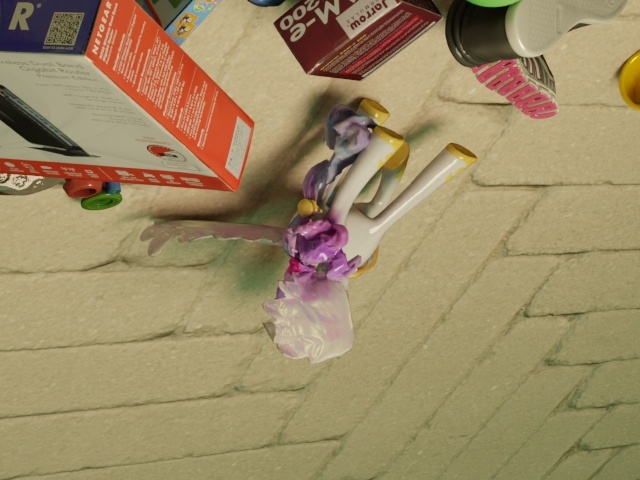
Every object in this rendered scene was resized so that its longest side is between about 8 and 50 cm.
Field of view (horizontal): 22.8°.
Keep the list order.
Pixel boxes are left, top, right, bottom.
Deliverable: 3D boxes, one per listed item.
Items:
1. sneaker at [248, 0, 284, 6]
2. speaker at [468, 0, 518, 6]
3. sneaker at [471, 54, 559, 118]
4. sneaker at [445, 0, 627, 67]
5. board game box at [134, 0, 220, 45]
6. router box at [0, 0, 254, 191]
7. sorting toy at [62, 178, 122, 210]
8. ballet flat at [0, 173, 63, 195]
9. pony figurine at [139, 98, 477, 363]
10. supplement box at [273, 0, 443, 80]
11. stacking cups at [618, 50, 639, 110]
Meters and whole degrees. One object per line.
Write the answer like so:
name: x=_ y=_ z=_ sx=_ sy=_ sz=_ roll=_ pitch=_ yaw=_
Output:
sneaker: x=0.012 y=-0.353 z=1.599 sx=0.130 sy=0.147 sz=0.330 roll=2 pitch=140 yaw=-39
speaker: x=0.180 y=-0.383 z=1.700 sx=0.131 sy=0.131 sz=0.296 roll=-24 pitch=149 yaw=-5
sneaker: x=0.248 y=-0.228 z=2.054 sx=0.063 sy=0.075 sz=0.170 roll=-28 pitch=131 yaw=35
sneaker: x=0.262 y=-0.294 z=1.942 sx=0.147 sy=0.104 sz=0.296 roll=-1 pitch=-157 yaw=43
board game box: x=-0.135 y=-0.298 z=1.552 sx=0.211 sy=0.160 sz=0.039 roll=-44 pitch=150 yaw=26
router box: x=-0.280 y=-0.152 z=1.552 sx=0.335 sy=0.082 sz=0.301 roll=5 pitch=161 yaw=27
sorting toy: x=-0.272 y=-0.071 z=1.911 sx=0.061 sy=0.042 sz=0.102 roll=-16 pitch=163 yaw=11
ballet flat: x=-0.396 y=-0.078 z=1.789 sx=0.250 sy=0.058 sz=0.084 roll=-18 pitch=113 yaw=-25
pony figurine: x=0.000 y=0.000 z=2.039 sx=0.351 sy=0.303 sz=0.363 roll=7 pitch=120 yaw=-55
supplement box: x=0.047 y=-0.245 z=1.767 sx=0.130 sy=0.073 sz=0.239 roll=-36 pitch=175 yaw=14
stacking cups: x=0.535 y=-0.183 z=2.307 sx=0.096 sy=0.096 sz=0.316 roll=-38 pitch=148 yaw=17
